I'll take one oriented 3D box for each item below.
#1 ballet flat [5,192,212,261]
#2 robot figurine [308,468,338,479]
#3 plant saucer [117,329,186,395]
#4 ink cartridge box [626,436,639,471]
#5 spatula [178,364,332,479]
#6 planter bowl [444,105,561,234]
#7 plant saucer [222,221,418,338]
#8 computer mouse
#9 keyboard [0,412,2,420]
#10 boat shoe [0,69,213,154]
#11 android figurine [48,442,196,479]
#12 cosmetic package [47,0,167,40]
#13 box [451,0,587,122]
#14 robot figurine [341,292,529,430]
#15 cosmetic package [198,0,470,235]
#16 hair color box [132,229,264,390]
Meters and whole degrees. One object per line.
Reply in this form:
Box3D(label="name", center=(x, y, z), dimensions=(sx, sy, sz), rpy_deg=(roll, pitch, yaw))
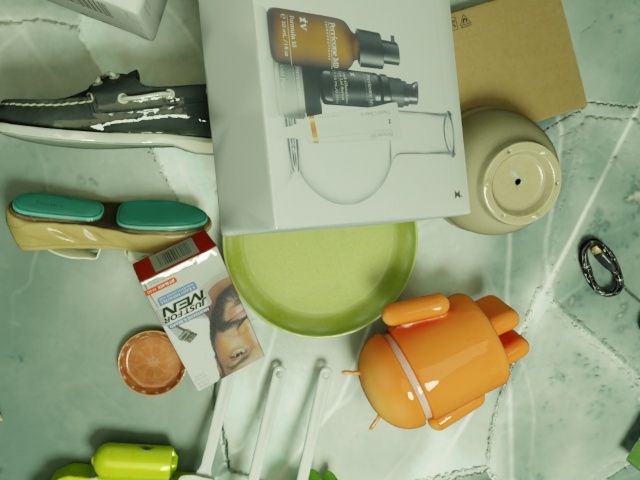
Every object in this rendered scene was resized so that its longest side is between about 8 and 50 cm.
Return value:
Box3D(label="ballet flat", center=(-0.246, -0.011, 0.791), dimensions=(0.232, 0.080, 0.073), rpy_deg=(6, 122, -5))
Box3D(label="robot figurine", center=(-0.010, 0.351, 0.845), dimensions=(0.101, 0.067, 0.115), rpy_deg=(14, 91, -22))
Box3D(label="plant saucer", center=(-0.208, 0.151, 0.830), dimensions=(0.083, 0.013, 0.083), rpy_deg=(-1, 95, -6))
Box3D(label="ink cartridge box", center=(0.516, 0.240, 0.894), dimensions=(0.109, 0.062, 0.209), rpy_deg=(31, 92, -25))
Box3D(label="spatula", center=(-0.078, 0.260, 0.813), dimensions=(0.168, 0.019, 0.242), rpy_deg=(12, 77, 1))
Box3D(label="planter bowl", center=(0.218, -0.076, 0.802), dimensions=(0.162, 0.109, 0.162), rpy_deg=(-3, 105, -9))
Box3D(label="plant saucer", center=(0.000, 0.000, 0.830), dimensions=(0.241, 0.037, 0.241), rpy_deg=(-1, 95, -7))
Box3D(label="computer mouse", center=(0.438, 0.085, 0.892), dimensions=(0.242, 0.041, 0.071), rpy_deg=(39, 90, -8))
Box3D(label="keyboard", center=(-0.488, 0.143, 0.772), dimensions=(0.201, 0.033, 0.317), rpy_deg=(-5, 101, -11))
Box3D(label="boat shoe", center=(-0.207, -0.147, 0.759), dimensions=(0.302, 0.114, 0.091), rpy_deg=(1, 96, -19))
Box3D(label="android figurine", center=(-0.249, 0.368, 0.825), dimensions=(0.272, 0.056, 0.248), rpy_deg=(9, 94, -10))
Box3D(label="cosmetic package", center=(-0.228, -0.338, 0.712), dimensions=(0.151, 0.151, 0.184), rpy_deg=(20, 93, -9))
Box3D(label="box", center=(0.224, -0.219, 0.846), dimensions=(0.201, 0.021, 0.164), rpy_deg=(-18, 98, -6))
Box3D(label="robot figurine", center=(0.139, 0.145, 0.817), dimensions=(0.219, 0.158, 0.128), rpy_deg=(-27, 58, -4))
Box3D(label="cosmetic package", center=(0.020, -0.202, 0.700), dimensions=(0.284, 0.097, 0.377), rpy_deg=(-6, 90, -43))
Box3D(label="hair color box", center=(-0.138, 0.083, 0.777), dimensions=(0.093, 0.053, 0.167), rpy_deg=(-27, 123, -12))
